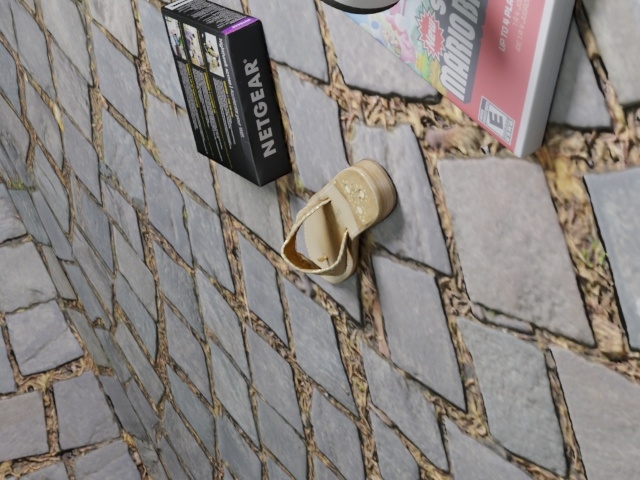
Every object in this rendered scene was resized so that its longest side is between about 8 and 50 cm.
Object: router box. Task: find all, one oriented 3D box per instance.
[{"bbox_3d":[-0.100,-0.158,1.267,0.133,0.046,0.179,31,141,47],"label":"router box"}]

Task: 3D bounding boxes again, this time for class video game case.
[{"bbox_3d":[0.077,-0.217,0.900,0.285,0.025,0.204,46,151,32],"label":"video game case"}]

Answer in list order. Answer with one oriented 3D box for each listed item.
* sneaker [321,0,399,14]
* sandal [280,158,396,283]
[{"bbox_3d":[0.006,-0.315,0.796,0.296,0.123,0.178,64,153,12],"label":"sneaker"},{"bbox_3d":[-0.004,-0.005,1.199,0.088,0.079,0.240,57,155,10],"label":"sandal"}]
